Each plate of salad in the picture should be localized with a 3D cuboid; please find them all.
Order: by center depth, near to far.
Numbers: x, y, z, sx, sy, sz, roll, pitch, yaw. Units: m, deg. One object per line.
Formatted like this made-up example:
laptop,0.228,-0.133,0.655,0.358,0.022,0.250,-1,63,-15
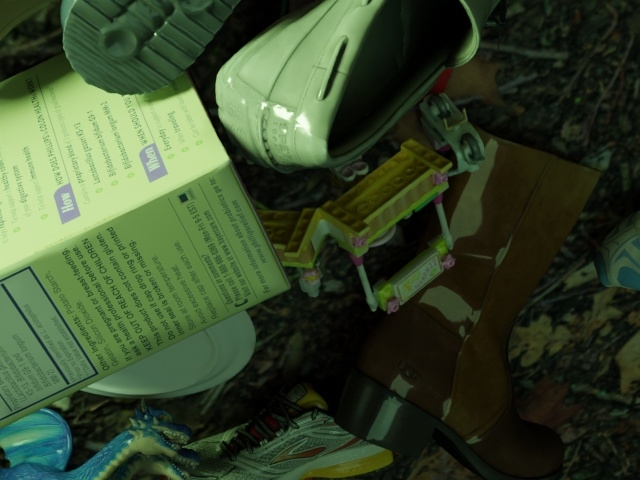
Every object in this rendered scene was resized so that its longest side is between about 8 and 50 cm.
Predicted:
plate of salad,-0.149,0.064,1.102,0.200,0.048,0.200,0,144,0

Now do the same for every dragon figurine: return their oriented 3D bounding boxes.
dragon figurine,-0.239,0.195,1.157,0.289,0.144,0.085,-1,131,21

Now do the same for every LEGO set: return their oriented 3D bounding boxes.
LEGO set,0.000,0.000,1.083,0.287,0.132,0.107,-22,133,-2

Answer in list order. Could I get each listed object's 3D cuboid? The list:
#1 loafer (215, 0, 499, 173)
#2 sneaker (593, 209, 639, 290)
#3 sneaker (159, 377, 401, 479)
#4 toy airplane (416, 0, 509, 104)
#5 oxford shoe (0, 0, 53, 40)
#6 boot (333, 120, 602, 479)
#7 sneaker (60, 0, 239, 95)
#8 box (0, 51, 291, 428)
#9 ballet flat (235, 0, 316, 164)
loafer,0.070,-0.154,0.943,0.319,0.111,0.112,-46,135,-21
sneaker,0.344,0.024,1.277,0.237,0.085,0.086,13,144,-32
sneaker,-0.034,0.164,1.228,0.225,0.088,0.092,-17,124,-21
toy airplane,0.075,-0.163,1.065,0.151,0.028,0.151,-10,128,-14
oxford shoe,-0.195,-0.213,0.901,0.098,0.097,0.271,15,125,-49
boot,0.161,0.060,1.220,0.264,0.096,0.280,23,93,-30
sneaker,-0.047,-0.236,0.901,0.319,0.131,0.112,-38,121,12
box,-0.173,-0.015,0.956,0.243,0.213,0.117,-26,129,-3
ballet flat,-0.002,-0.145,1.014,0.079,0.077,0.221,13,117,-3
